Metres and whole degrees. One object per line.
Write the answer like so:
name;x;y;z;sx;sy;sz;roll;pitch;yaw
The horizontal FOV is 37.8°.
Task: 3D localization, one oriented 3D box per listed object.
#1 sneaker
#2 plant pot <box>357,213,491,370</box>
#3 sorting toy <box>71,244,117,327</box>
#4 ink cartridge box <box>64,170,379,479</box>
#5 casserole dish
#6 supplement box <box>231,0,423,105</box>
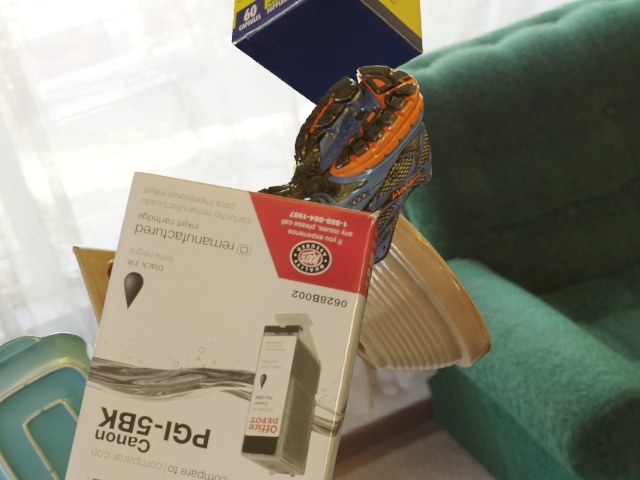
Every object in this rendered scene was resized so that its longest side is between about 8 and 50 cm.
sneaker;0.000;0.000;0.564;0.221;0.087;0.083;-49;43;-11
plant pot;0.066;0.063;1.013;0.110;0.237;0.237;-40;24;-10
sorting toy;-0.118;0.078;1.091;0.307;0.041;0.229;8;29;-34
ink cartridge box;-0.037;0.050;0.372;0.099;0.135;0.056;10;-7;4
casserole dish;-0.191;0.159;0.712;0.114;0.188;0.037;-31;21;-15
supplement box;0.011;-0.412;1.369;0.194;0.195;0.356;-25;50;35
